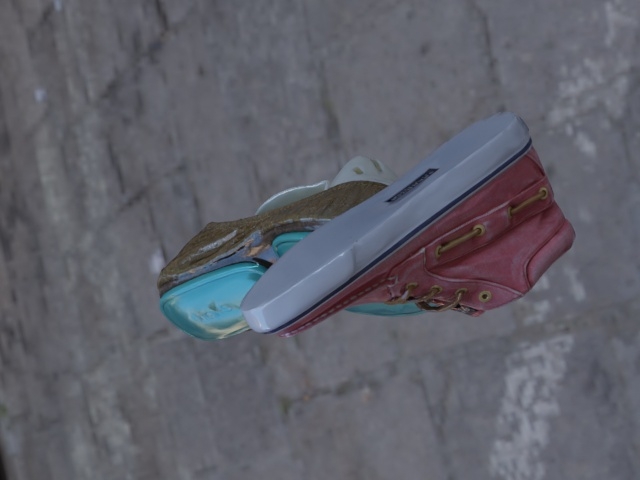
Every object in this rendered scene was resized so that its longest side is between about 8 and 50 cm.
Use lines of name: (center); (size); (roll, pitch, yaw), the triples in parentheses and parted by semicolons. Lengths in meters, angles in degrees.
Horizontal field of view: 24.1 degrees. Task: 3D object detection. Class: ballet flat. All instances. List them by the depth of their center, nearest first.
ballet flat: (0.000, 0.000, 1.188); (0.116, 0.124, 0.342); (41, 147, -24)

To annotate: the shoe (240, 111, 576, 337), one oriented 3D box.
shoe: (0.050, 0.014, 0.762); (0.081, 0.178, 0.063); (59, 164, -16)
